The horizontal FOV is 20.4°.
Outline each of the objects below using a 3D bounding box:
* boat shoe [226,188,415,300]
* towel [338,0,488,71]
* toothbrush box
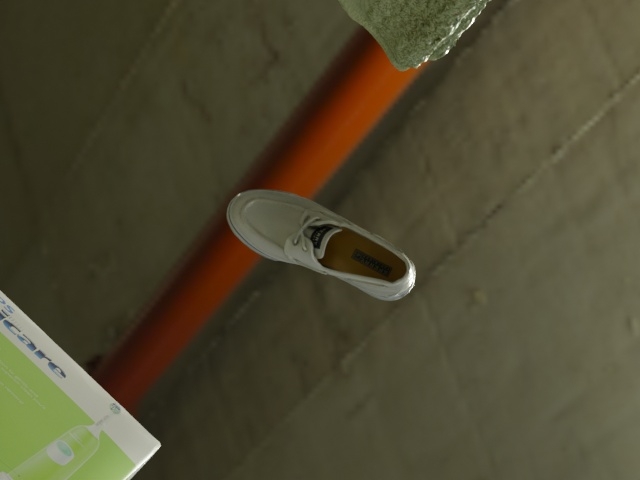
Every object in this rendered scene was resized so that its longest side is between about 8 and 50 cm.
[{"bbox_3d":[0.000,0.000,0.874,0.035,0.100,0.035,-63,173,-10],"label":"boat shoe"},{"bbox_3d":[0.052,-0.161,0.892,0.110,0.027,0.148,46,-48,3],"label":"towel"},{"bbox_3d":[-0.247,0.135,1.125,0.206,0.283,0.122,43,-74,1],"label":"toothbrush box"}]
